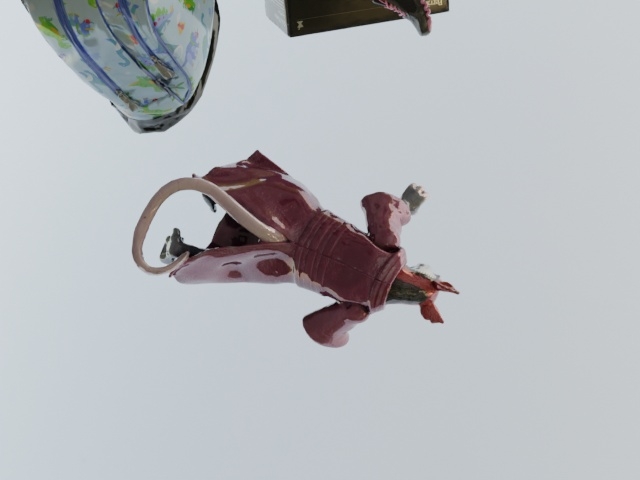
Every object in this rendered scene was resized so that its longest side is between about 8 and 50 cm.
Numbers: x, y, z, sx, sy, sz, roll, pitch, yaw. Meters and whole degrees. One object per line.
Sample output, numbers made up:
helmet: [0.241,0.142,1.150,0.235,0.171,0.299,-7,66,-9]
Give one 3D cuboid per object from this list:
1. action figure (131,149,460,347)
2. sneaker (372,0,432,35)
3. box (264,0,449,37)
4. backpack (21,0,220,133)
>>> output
action figure: [0.000,0.000,1.059,0.370,0.275,0.248,20,-93,18]
sneaker: [0.096,-0.304,1.057,0.057,0.047,0.119,-31,-90,-4]
box: [0.061,-0.588,1.616,0.343,0.313,0.179,-12,-150,-14]
backpack: [-0.280,-0.351,1.225,0.273,0.355,0.290,0,-108,31]
